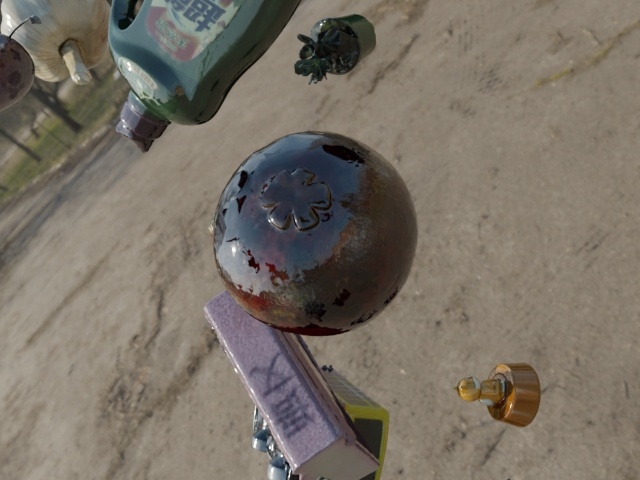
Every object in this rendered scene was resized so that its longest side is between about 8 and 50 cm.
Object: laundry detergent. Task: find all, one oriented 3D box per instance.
[{"bbox_3d":[-0.105,-0.169,0.558,0.221,0.144,0.078,-50,-15,27],"label":"laundry detergent"}]

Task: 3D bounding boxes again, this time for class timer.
[{"bbox_3d":[0.343,0.304,1.470,0.132,0.152,0.132,-170,90,-74],"label":"timer"}]

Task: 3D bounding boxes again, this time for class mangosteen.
[{"bbox_3d":[0.000,0.000,1.110,0.306,0.306,0.359,-50,-21,-5],"label":"mangosteen"}]

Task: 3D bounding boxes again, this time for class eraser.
[{"bbox_3d":[-0.052,0.269,1.341,0.122,0.272,0.359,-35,57,1],"label":"eraser"}]

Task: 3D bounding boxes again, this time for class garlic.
[{"bbox_3d":[-0.416,-0.333,1.215,0.199,0.199,0.226,-45,58,8],"label":"garlic"}]

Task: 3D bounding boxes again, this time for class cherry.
[{"bbox_3d":[-0.464,-0.235,1.020,0.148,0.115,0.188,-26,24,-26],"label":"cherry"}]

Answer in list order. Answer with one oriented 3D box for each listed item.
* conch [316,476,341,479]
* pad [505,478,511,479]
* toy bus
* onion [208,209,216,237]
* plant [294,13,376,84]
[{"bbox_3d":[-0.008,0.409,0.947,0.163,0.245,0.178,6,34,41],"label":"conch"},{"bbox_3d":[0.366,0.618,1.580,0.190,0.004,0.127,-31,49,-3],"label":"pad"},{"bbox_3d":[-0.013,0.423,1.712,0.440,0.249,0.209,-173,92,-75],"label":"toy bus"},{"bbox_3d":[-0.146,-0.031,1.344,0.119,0.118,0.117,-10,45,55],"label":"onion"},{"bbox_3d":[0.006,-0.160,0.612,0.051,0.051,0.102,-27,9,41],"label":"plant"}]
